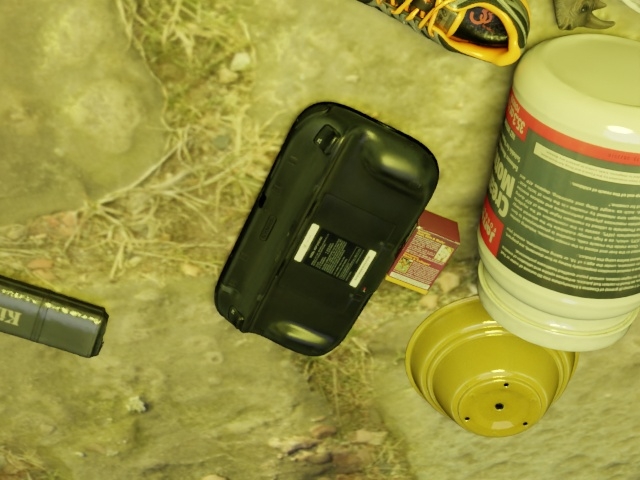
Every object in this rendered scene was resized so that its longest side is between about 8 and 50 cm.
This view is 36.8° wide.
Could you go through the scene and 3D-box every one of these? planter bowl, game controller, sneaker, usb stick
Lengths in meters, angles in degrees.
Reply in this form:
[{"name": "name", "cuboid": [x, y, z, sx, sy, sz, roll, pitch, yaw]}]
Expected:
[{"name": "planter bowl", "cuboid": [0.214, 0.175, 1.175, 0.217, 0.090, 0.217, 1, 127, 1]}, {"name": "game controller", "cuboid": [0.000, 0.000, 1.069, 0.166, 0.067, 0.319, 20, 125, -13]}, {"name": "sneaker", "cuboid": [0.103, -0.226, 0.889, 0.214, 0.083, 0.084, 19, 126, -10]}, {"name": "usb stick", "cuboid": [-0.391, 0.073, 1.150, 0.278, 0.045, 0.077, 19, 126, -11]}]

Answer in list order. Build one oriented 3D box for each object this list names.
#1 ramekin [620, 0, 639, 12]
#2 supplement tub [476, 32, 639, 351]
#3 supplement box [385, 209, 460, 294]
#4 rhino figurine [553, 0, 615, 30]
[{"name": "ramekin", "cuboid": [0.341, -0.267, 0.788, 0.207, 0.109, 0.207, -14, 128, -18]}, {"name": "supplement tub", "cuboid": [0.261, -0.046, 0.947, 0.191, 0.191, 0.272, 5, 126, -2]}, {"name": "supplement box", "cuboid": [0.114, 0.012, 1.087, 0.055, 0.043, 0.083, 22, 125, -12]}, {"name": "rhino figurine", "cuboid": [0.196, -0.272, 0.857, 0.106, 0.073, 0.243, -36, 119, 24]}]
